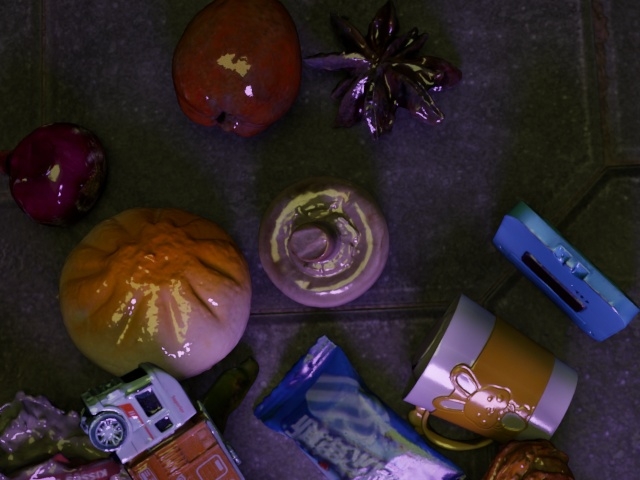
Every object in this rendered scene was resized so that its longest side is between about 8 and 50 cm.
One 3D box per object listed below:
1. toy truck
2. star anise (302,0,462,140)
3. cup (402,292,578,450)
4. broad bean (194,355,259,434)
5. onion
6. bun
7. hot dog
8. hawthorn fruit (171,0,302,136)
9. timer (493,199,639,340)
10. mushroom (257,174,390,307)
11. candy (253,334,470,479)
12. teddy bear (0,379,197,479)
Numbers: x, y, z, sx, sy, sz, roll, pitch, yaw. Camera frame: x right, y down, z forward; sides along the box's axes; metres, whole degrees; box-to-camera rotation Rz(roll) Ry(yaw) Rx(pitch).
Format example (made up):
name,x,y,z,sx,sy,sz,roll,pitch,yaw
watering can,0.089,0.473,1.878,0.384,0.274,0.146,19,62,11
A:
name,x,y,z,sx,sy,sz,roll,pitch,yaw
toy truck,-0.205,0.315,1.636,0.162,0.136,0.305,-33,99,-15
star anise,0.097,-0.268,1.857,0.212,0.129,0.283,-42,72,-9
cup,0.242,0.227,1.754,0.226,0.185,0.241,28,118,3
broad bean,-0.155,0.317,1.773,0.049,0.144,0.291,0,80,33
onion,-0.450,-0.115,1.863,0.198,0.135,0.173,11,79,8
bun,-0.252,0.065,1.756,0.299,0.164,0.298,3,54,-4
hot dog,0.260,0.405,1.676,0.259,0.175,0.114,-59,45,29
hawthorn fruit,-0.129,-0.304,1.843,0.211,0.210,0.262,2,69,5
timer,0.372,0.034,1.719,0.091,0.250,0.232,-45,81,-2
mushroom,0.000,0.000,1.772,0.207,0.215,0.207,0,88,9
candy,0.061,0.318,1.777,0.331,0.077,0.187,46,102,12
teddy bear,-0.328,0.340,1.749,0.357,0.224,0.367,43,84,-12
